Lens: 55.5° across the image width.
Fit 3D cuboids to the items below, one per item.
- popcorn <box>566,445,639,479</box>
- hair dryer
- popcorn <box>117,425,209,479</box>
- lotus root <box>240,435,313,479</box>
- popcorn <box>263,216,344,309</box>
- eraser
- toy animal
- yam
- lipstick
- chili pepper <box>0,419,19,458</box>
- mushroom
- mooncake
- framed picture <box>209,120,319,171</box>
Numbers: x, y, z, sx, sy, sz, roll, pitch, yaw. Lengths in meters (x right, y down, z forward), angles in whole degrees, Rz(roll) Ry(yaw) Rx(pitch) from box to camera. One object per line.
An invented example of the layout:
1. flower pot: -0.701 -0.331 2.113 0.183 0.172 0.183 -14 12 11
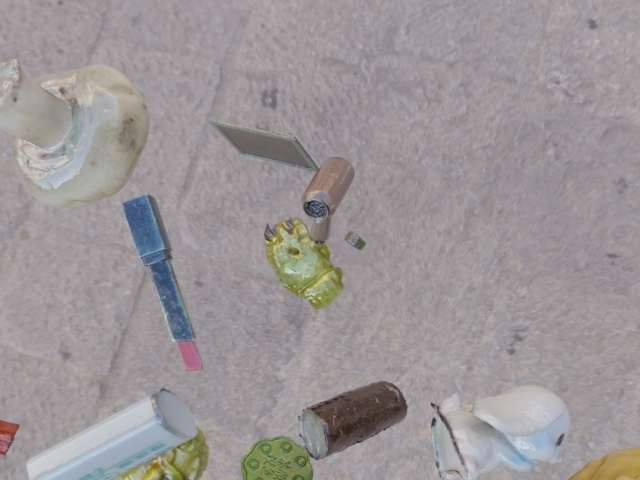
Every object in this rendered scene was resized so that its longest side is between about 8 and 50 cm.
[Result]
1. popcorn: 0.436 0.433 0.771 0.354 0.390 0.344 19 45 -3
2. hair dryer: 0.006 -0.049 1.080 0.064 0.182 0.117 20 49 10
3. popcorn: -0.453 0.625 1.733 0.270 0.224 0.258 41 55 2
4. lotus root: -0.114 0.615 1.529 0.186 0.186 0.186 -2 80 9
5. popcorn: -0.048 0.068 1.824 0.173 0.225 0.286 -40 87 4
6. eraser: -0.415 0.419 1.242 0.290 0.189 0.104 -28 66 0
7. toy animal: 0.361 0.393 1.265 0.289 0.249 0.174 -4 72 -27
8. yam: 0.077 0.417 1.443 0.131 0.279 0.131 11 105 47
9. lipstick: -0.265 0.076 1.042 0.051 0.051 0.312 -19 85 -1
10. chili pepper: -0.737 0.397 1.297 0.169 0.088 0.065 26 87 -15
11. mushroom: -0.525 -0.232 1.207 0.314 0.336 0.314 -5 74 19
12. mooncake: 0.004 -0.013 1.394 0.150 0.346 0.057 32 105 50
13. framed picture: -0.102 -0.178 1.142 0.183 0.142 0.011 15 78 23
